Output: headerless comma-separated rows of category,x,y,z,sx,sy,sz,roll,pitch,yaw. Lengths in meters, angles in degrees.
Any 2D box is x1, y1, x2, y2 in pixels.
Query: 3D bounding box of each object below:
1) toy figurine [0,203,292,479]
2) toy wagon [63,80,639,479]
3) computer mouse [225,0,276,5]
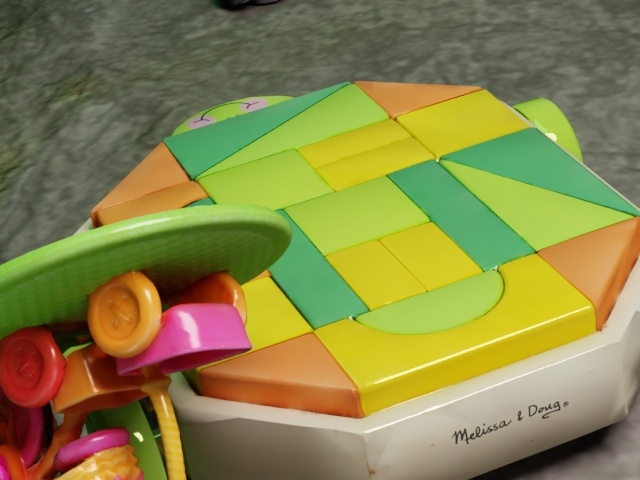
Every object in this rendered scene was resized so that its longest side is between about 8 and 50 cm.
toy figurine,-0.065,0.094,0.646,0.173,0.159,0.130,-27,-16,32
toy wagon,0.000,0.000,0.843,0.267,0.068,0.344,-18,32,-15
computer mouse,0.075,-0.210,1.173,0.272,0.072,0.188,4,32,22
